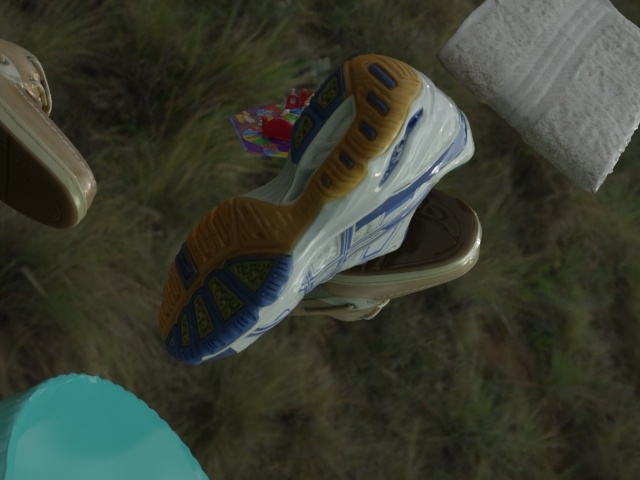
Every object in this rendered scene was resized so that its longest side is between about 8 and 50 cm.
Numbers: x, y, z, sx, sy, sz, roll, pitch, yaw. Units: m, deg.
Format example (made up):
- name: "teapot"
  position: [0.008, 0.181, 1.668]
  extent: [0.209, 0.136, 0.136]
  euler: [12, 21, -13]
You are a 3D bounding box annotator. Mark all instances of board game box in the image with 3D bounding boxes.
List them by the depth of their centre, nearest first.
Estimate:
- name: "board game box"
  position: [-0.021, -0.129, 1.051]
  extent: [0.133, 0.033, 0.168]
  euler: [-6, 26, -11]

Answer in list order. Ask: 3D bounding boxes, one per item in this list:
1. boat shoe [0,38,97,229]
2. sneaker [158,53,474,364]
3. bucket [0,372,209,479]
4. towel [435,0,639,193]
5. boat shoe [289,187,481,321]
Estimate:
- name: "boat shoe"
  position: [-0.319, -0.149, 0.999]
  extent: [0.341, 0.121, 0.110]
  euler: [43, 54, 17]
- name: "sneaker"
  position: [0.000, 0.000, 0.787]
  extent: [0.131, 0.296, 0.112]
  euler: [20, 33, -46]
- name: "bucket"
  position: [-0.171, 0.225, 0.610]
  extent: [0.281, 0.183, 0.281]
  euler: [54, 15, -22]
- name: "towel"
  position: [0.233, -0.172, 0.968]
  extent: [0.187, 0.049, 0.282]
  euler: [41, 43, 1]
- name: "boat shoe"
  position: [0.025, 0.022, 0.968]
  extent: [0.098, 0.302, 0.109]
  euler: [50, 46, -37]
